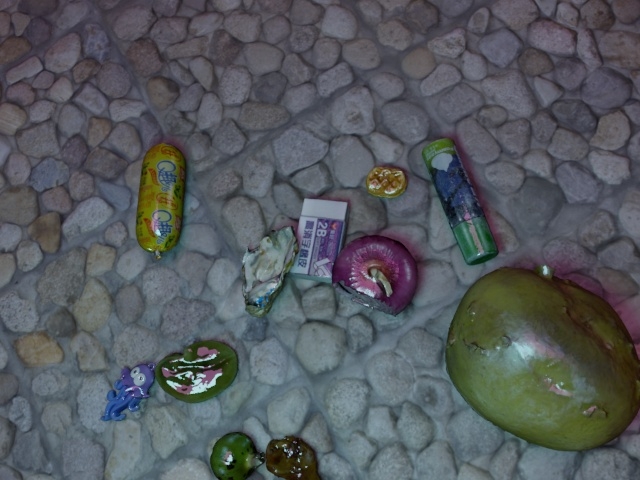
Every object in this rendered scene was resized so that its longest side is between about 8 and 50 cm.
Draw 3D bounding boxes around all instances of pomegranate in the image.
[{"bbox_3d":[-0.190,0.519,1.573,0.162,0.122,0.122,-5,71,32],"label":"pomegranate"}]

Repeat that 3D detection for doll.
[{"bbox_3d":[-0.493,0.392,1.699,0.110,0.067,0.206,42,94,27],"label":"doll"}]

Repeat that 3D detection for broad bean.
[{"bbox_3d":[-0.315,0.334,1.683,0.207,0.072,0.153,-6,84,5],"label":"broad bean"}]

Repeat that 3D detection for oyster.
[{"bbox_3d":[-0.123,0.074,1.701,0.223,0.083,0.214,-25,54,45],"label":"oyster"}]

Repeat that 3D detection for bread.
[{"bbox_3d":[0.176,-0.154,1.771,0.111,0.044,0.083,7,78,13],"label":"bread"}]

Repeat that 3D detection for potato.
[{"bbox_3d":[0.502,0.247,1.458,0.442,0.319,0.385,35,82,14],"label":"potato"}]

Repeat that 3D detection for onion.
[{"bbox_3d":[0.141,0.076,1.642,0.207,0.200,0.200,10,74,34],"label":"onion"}]

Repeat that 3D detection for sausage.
[{"bbox_3d":[-0.437,-0.116,1.813,0.123,0.123,0.347,-3,72,8],"label":"sausage"}]

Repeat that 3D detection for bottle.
[{"bbox_3d":[0.357,-0.101,1.699,0.093,0.093,0.330,-19,71,3],"label":"bottle"}]

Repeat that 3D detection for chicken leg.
[{"bbox_3d":[-0.032,0.568,1.567,0.107,0.087,0.251,-44,77,16],"label":"chicken leg"}]

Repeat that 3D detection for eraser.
[{"bbox_3d":[0.000,0.000,1.738,0.125,0.068,0.210,6,74,15],"label":"eraser"}]
